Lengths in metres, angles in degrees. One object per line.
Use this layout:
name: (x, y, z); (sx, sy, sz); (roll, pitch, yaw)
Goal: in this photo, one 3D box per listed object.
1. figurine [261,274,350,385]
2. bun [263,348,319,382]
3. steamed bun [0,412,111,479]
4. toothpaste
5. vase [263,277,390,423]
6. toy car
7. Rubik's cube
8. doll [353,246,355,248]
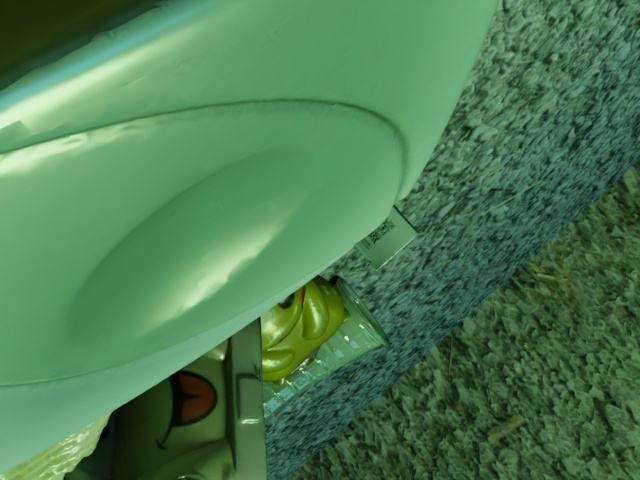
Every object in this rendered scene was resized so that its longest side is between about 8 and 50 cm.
figurine: (-0.079, 0.063, 1.550); (0.218, 0.169, 0.327); (-47, 160, 0)
bun: (-0.058, 0.155, 1.937); (0.173, 0.113, 0.166); (-39, 164, -11)
steamed bun: (-0.326, 0.128, 1.122); (0.320, 0.206, 0.275); (-19, 139, -47)
toothpaste: (0.044, -0.043, 1.448); (0.067, 0.081, 0.336); (-41, -171, 4)
vase: (-0.041, 0.208, 2.089); (0.299, 0.143, 0.143); (-38, 164, 6)
toy car: (-0.211, 0.189, 1.316); (0.226, 0.242, 0.336); (5, 163, -27)
Rubik's cube: (-0.155, -0.124, 0.539); (0.347, 0.352, 0.351); (-33, 165, -23)
doll: (0.000, 0.000, 1.736); (0.180, 0.079, 0.094); (-35, 132, 6)
